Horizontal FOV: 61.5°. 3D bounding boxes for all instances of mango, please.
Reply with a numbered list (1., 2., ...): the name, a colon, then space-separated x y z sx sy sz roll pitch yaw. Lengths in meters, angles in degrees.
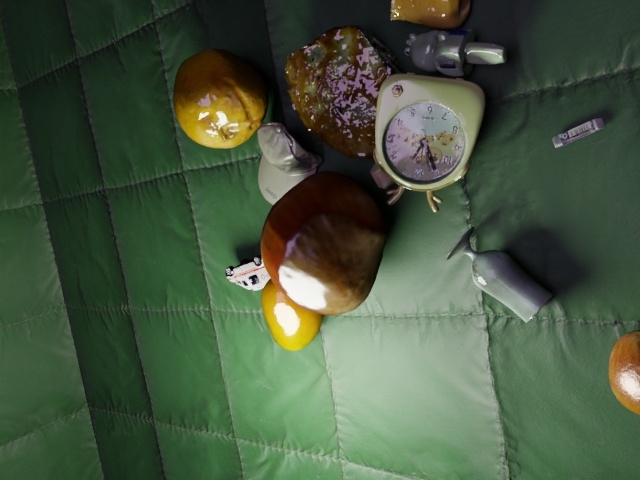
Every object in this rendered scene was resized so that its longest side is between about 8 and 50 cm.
1. mango: -0.077 0.211 1.585 0.176 0.139 0.254 -3 117 23

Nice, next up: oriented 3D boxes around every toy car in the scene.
1. toy car: -0.202 0.103 1.689 0.210 0.089 0.108 -19 97 35

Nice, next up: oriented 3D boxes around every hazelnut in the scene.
1. hazelnut: 0.003 0.004 1.384 0.366 0.366 0.365 9 106 35

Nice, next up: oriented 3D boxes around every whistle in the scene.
1. whistle: 0.294 -0.419 1.193 0.245 0.092 0.110 15 153 37

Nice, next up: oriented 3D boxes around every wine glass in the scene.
1. wine glass: 0.405 0.078 1.223 0.231 0.103 0.103 42 122 19

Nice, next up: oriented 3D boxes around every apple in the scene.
1. apple: 0.673 0.269 1.053 0.195 0.160 0.173 17 89 26

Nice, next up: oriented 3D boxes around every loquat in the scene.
1. loquat: -0.294 -0.407 1.531 0.276 0.276 0.283 -40 70 36

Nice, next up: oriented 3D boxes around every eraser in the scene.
1. eraser: 0.532 -0.222 1.111 0.099 0.019 0.027 -26 71 38

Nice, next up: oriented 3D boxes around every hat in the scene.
1. hat: -0.126 -0.213 1.536 0.214 0.149 0.244 34 108 26

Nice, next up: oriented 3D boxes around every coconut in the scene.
1. coconut: 0.168 -0.179 1.356 0.081 0.082 0.083 63 175 -21

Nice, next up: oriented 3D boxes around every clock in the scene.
1. clock: 0.237 -0.223 1.242 0.235 0.096 0.307 11 109 10

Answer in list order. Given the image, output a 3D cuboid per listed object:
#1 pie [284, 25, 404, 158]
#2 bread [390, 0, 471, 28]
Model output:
1. pie: 0.067 -0.373 1.368 0.354 0.103 0.288 51 125 7
2. bread: 0.248 -0.550 1.203 0.173 0.085 0.134 21 113 32
